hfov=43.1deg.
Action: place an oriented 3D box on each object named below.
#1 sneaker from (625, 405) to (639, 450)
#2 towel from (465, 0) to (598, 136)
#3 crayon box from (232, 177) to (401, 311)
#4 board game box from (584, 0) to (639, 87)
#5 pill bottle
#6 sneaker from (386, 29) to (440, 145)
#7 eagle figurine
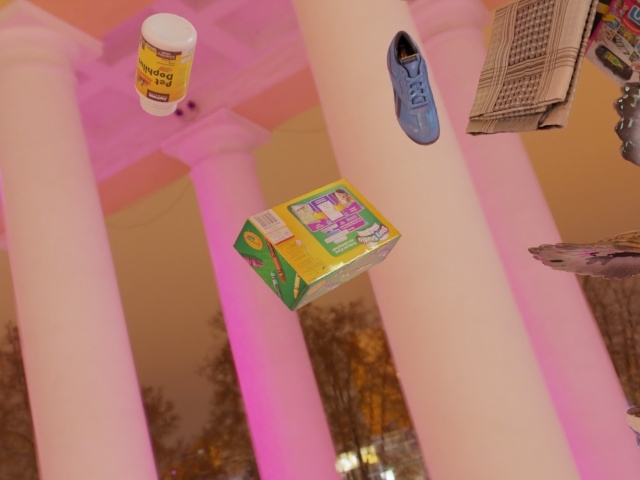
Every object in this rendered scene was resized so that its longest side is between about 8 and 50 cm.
[{"bbox_3d":[0.565,0.323,1.173,0.130,0.147,0.330,-16,-2,-2],"label":"sneaker"},{"bbox_3d":[0.437,-0.380,1.726,0.056,0.324,0.312,17,-5,-29],"label":"towel"},{"bbox_3d":[0.000,0.000,1.480,0.278,0.165,0.081,-26,-24,-45],"label":"crayon box"},{"bbox_3d":[0.668,-0.488,1.699,0.097,0.224,0.303,-32,-22,-27],"label":"board game box"},{"bbox_3d":[-0.343,-0.379,1.776,0.117,0.117,0.215,-8,-36,-25],"label":"pill bottle"},{"bbox_3d":[0.158,-0.266,1.406,0.069,0.209,0.082,-12,-20,0],"label":"sneaker"},{"bbox_3d":[0.387,-0.009,0.764,0.226,0.298,0.225,-53,-23,-7],"label":"eagle figurine"}]
